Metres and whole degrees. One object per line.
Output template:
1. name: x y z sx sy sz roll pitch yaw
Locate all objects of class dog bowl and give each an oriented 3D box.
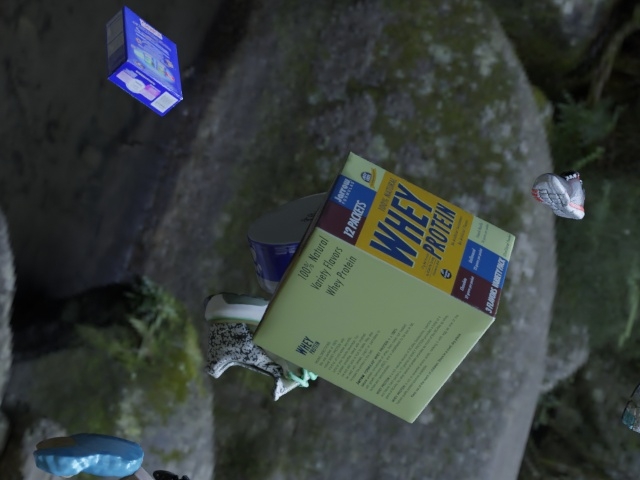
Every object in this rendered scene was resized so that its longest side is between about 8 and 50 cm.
1. dog bowl: 0.000 0.000 2.162 0.265 0.265 0.104 -53 132 -61

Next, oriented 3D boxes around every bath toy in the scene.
1. bath toy: -0.288 0.413 1.382 0.129 0.151 0.348 -20 111 -80

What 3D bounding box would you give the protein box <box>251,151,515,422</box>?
1. protein box: 0.066 0.053 1.249 0.199 0.201 0.136 -60 -176 43

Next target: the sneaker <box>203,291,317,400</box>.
1. sneaker: -0.039 0.228 2.234 0.158 0.411 0.182 82 18 -72

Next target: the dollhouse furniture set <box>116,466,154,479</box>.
1. dollhouse furniture set: -0.336 0.521 2.135 0.144 0.151 0.123 -36 -171 36

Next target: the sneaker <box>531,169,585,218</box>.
1. sneaker: 0.373 -0.084 1.801 0.158 0.061 0.064 34 71 -59

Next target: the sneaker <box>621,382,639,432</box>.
1. sneaker: 0.610 0.245 1.882 0.283 0.122 0.110 -34 148 -32

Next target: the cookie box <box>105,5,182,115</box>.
1. cookie box: -0.216 -0.219 1.416 0.092 0.040 0.107 34 32 -39

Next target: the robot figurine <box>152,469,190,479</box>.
1. robot figurine: -0.275 0.597 2.308 0.211 0.291 0.085 -54 153 5
